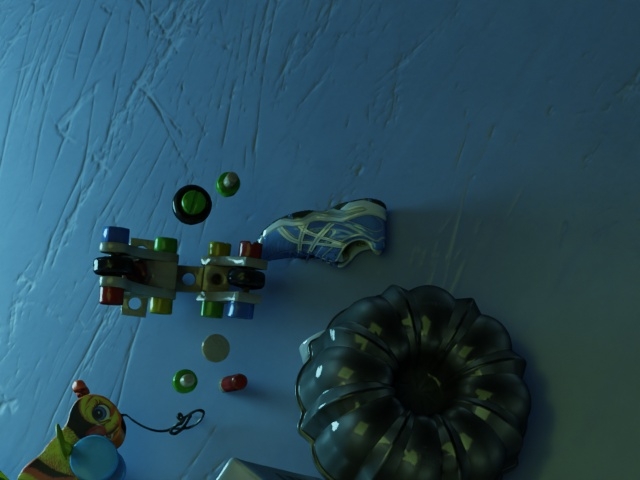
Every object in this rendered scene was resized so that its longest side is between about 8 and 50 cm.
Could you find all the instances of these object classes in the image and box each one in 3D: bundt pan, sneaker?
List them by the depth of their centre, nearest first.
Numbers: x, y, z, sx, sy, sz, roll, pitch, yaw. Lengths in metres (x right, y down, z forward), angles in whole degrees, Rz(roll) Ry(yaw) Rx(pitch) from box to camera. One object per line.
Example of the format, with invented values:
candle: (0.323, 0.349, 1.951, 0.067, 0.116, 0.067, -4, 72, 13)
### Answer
bundt pan: (0.135, 0.199, 1.699, 0.330, 0.124, 0.331, 4, 63, -8)
sneaker: (0.000, 0.000, 1.907, 0.211, 0.080, 0.081, -16, 68, 17)

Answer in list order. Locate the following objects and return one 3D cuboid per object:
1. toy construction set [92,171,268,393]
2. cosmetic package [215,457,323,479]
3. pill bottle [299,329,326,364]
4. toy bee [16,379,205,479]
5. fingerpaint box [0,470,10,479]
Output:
toy construction set: (-0.208, 0.092, 1.929, 0.257, 0.237, 0.309, -19, 86, -16)
cosmetic package: (-0.052, 0.543, 1.643, 0.327, 0.329, 0.394, 35, 91, 24)
pill bottle: (0.047, 0.235, 1.803, 0.121, 0.121, 0.216, -26, 69, 12)
toy bee: (-0.349, 0.302, 1.914, 0.298, 0.195, 0.162, -28, 67, -34)
fingerpaint box: (-0.680, 0.512, 1.824, 0.163, 0.371, 0.445, 37, 97, 23)
